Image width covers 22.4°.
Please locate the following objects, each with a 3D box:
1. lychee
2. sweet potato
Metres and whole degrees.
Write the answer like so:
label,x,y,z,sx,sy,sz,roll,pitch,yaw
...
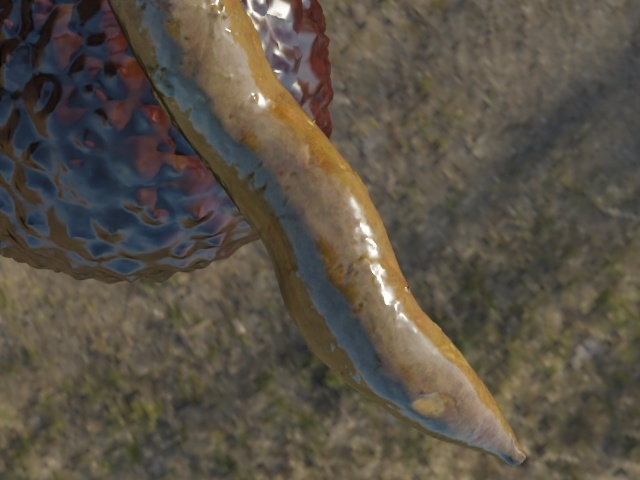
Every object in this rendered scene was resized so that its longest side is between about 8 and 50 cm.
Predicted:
label,x,y,z,sx,sy,sz,roll,pitch,yaw
lychee,-0.113,-0.097,0.883,0.261,0.260,0.260,-15,129,-19
sweet potato,0.000,0.000,0.712,0.059,0.067,0.281,-32,95,3
